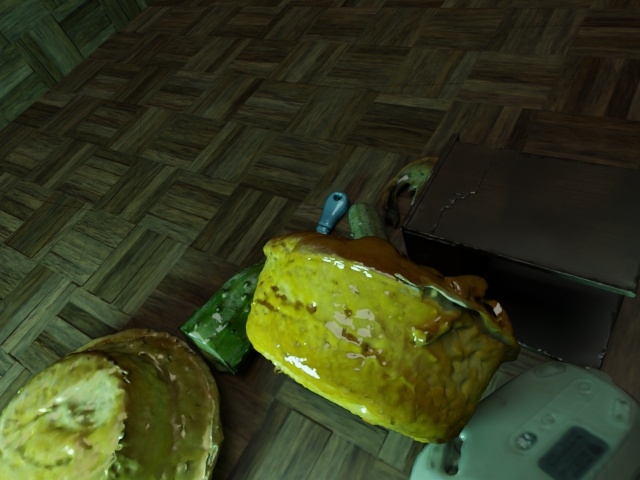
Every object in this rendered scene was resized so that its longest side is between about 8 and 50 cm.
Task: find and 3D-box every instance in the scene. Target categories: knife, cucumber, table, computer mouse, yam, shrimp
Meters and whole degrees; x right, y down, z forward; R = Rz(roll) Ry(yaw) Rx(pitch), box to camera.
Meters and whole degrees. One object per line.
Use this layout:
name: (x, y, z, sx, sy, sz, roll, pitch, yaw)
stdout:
knife: (0.002, 0.000, 0.950, 0.058, 0.032, 0.244, 15, 65, 20)
cucumber: (-0.138, 0.118, 0.850, 0.134, 0.134, 0.244, 23, 61, 33)
table: (0.301, 0.017, 0.678, 0.282, 0.250, 0.196, 18, 62, 32)
computer mouse: (0.266, 0.284, 0.584, 0.331, 0.095, 0.197, -28, 32, -17)
yam: (0.096, -0.006, 0.889, 0.070, 0.069, 0.146, -17, 50, 7)
shrimp: (0.184, -0.087, 0.927, 0.145, 0.059, 0.254, 16, 60, 33)

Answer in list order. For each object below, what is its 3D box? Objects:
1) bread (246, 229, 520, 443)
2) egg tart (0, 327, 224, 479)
bread: (0.068, 0.129, 0.624, 0.358, 0.337, 0.204, 1, 66, 57)
egg tart: (-0.375, 0.328, 0.734, 0.444, 0.178, 0.443, -9, 52, 11)
